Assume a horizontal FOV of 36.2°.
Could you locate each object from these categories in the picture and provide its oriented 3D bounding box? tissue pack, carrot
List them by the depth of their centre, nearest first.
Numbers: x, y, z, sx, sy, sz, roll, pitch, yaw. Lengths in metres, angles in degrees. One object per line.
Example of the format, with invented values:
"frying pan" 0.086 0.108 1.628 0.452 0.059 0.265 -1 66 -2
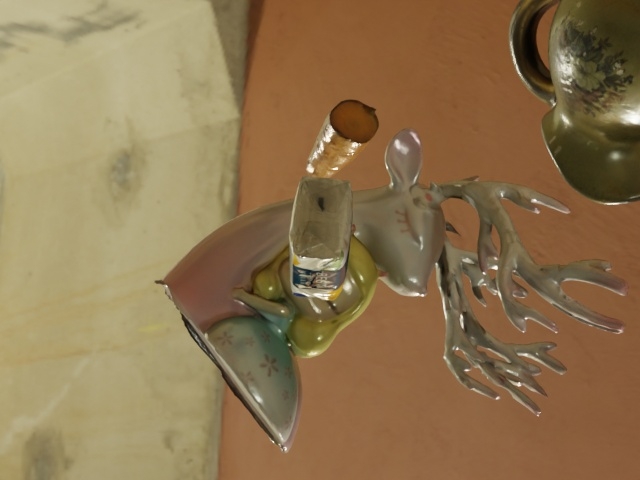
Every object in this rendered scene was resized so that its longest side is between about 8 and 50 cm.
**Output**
"tissue pack" 0.000 0.000 0.679 0.083 0.042 0.062 92 5 -67
"carrot" 0.015 -0.128 1.397 0.205 0.072 0.072 135 -48 -62

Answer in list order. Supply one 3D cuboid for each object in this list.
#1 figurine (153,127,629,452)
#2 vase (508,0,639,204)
"figurine" 0.068 0.060 0.857 0.316 0.206 0.284 -37 -109 -9
"vase" 0.405 -0.256 1.429 0.329 0.241 0.302 42 -44 34
